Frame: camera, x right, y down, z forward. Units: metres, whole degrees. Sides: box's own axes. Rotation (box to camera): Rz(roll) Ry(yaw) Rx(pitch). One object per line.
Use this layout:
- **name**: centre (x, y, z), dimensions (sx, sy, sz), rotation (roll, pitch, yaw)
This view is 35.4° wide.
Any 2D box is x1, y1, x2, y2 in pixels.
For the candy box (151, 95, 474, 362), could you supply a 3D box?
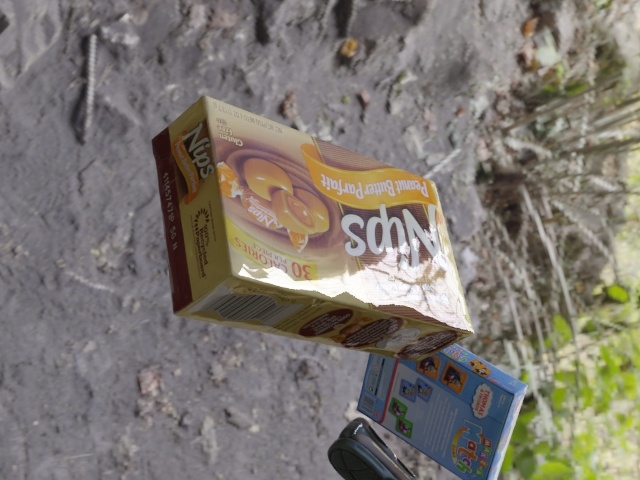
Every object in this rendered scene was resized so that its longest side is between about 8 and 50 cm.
- **candy box**: centre (0.000, 0.000, 0.953), dimensions (0.317, 0.088, 0.182), rotation (17, 52, -42)

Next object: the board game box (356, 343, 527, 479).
- **board game box**: centre (0.151, 0.205, 1.299), dimensions (0.039, 0.212, 0.160), rotation (-21, 132, -45)

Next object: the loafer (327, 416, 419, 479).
- **loafer**: centre (0.128, 0.374, 1.500), dimensions (0.267, 0.096, 0.084), rotation (46, 45, -7)
